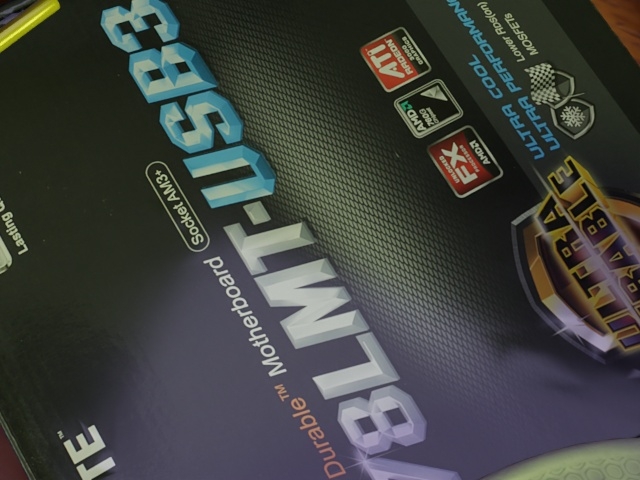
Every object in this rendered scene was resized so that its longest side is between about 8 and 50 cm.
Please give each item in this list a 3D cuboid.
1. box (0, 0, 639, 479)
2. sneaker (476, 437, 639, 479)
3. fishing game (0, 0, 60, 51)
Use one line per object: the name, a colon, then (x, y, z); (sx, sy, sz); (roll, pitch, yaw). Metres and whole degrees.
box: (0.000, 0.000, 0.552); (0.293, 0.073, 0.296); (-27, 73, -12)
sneaker: (0.035, 0.192, 0.454); (0.104, 0.147, 0.295); (36, 64, 27)
fishing game: (-0.211, -0.116, 0.569); (0.189, 0.041, 0.264); (-42, 53, -13)
